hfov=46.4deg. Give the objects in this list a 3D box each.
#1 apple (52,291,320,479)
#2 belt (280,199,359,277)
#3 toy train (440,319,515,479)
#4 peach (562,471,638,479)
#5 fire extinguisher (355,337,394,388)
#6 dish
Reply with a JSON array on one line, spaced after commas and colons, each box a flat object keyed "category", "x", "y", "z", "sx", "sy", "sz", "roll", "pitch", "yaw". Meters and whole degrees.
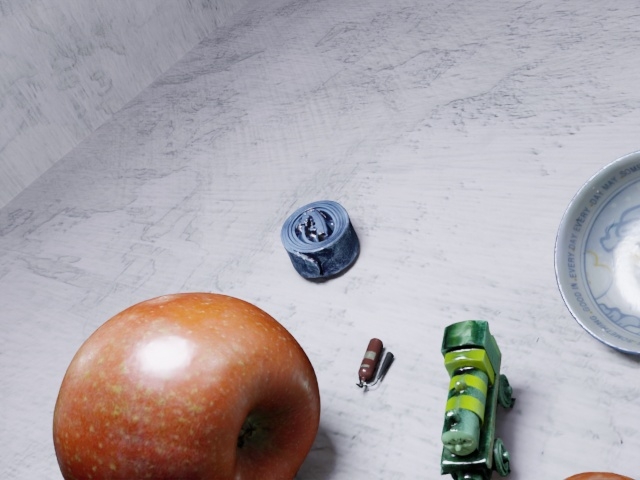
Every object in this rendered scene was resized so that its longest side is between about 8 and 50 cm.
[{"category": "apple", "x": -0.173, "y": 0.235, "z": 1.015, "sx": 0.276, "sy": 0.349, "sz": 0.348, "roll": 13, "pitch": 50, "yaw": 39}, {"category": "belt", "x": 0.000, "y": 0.000, "z": 1.455, "sx": 0.141, "sy": 0.082, "sz": 0.190, "roll": -26, "pitch": 31, "yaw": 0}, {"category": "toy train", "x": 0.191, "y": 0.212, "z": 0.951, "sx": 0.083, "sy": 0.132, "sz": 0.200, "roll": -14, "pitch": 32, "yaw": 25}, {"category": "peach", "x": 0.258, "y": 0.311, "z": 0.668, "sx": 0.232, "sy": 0.233, "sz": 0.233, "roll": -21, "pitch": 32, "yaw": 14}, {"category": "fire extinguisher", "x": 0.086, "y": 0.197, "z": 1.164, "sx": 0.046, "sy": 0.032, "sz": 0.100, "roll": 18, "pitch": 46, "yaw": 7}, {"category": "dish", "x": 0.468, "y": 0.022, "z": 0.997, "sx": 0.273, "sy": 0.133, "sz": 0.274, "roll": -18, "pitch": 65, "yaw": 47}]
